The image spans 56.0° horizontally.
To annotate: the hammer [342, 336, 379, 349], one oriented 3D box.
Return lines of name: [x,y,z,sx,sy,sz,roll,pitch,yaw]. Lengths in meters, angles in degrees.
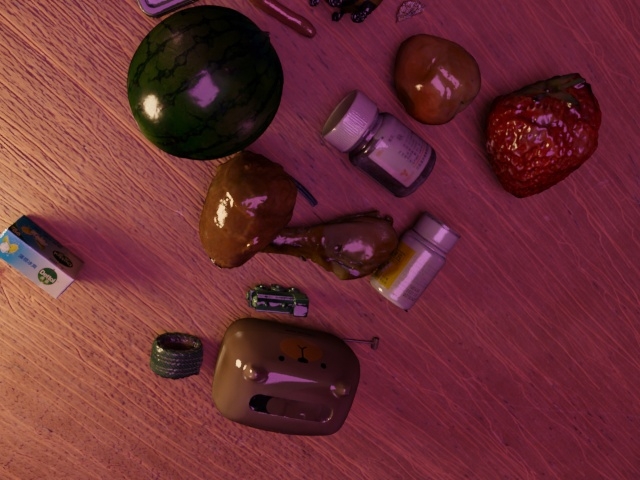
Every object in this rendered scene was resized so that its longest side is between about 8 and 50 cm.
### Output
hammer: [0.119,0.301,1.784,0.110,0.019,0.035,7,104,-11]

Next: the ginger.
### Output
ginger: [-0.182,-0.082,1.453,0.269,0.200,0.223,-42,145,-22]

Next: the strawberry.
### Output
strawberry: [0.583,-0.260,1.577,0.292,0.292,0.309,-16,102,-6]

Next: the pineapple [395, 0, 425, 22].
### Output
pineapple: [0.228,-0.594,1.542,0.083,0.019,0.045,-20,112,-2]

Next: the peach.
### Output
peach: [0.288,-0.418,1.522,0.214,0.214,0.235,-36,92,1]

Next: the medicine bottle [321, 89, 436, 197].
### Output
medicine bottle: [0.151,-0.247,1.552,0.273,0.165,0.165,36,97,-19]

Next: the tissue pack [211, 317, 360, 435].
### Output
tissue pack: [-0.092,0.378,1.632,0.387,0.277,0.267,15,105,-14]

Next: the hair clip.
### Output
hair clip: [-0.118,-0.168,1.586,0.275,0.048,0.083,26,96,-18]

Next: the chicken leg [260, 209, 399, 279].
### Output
chicken leg: [0.000,0.000,1.620,0.429,0.153,0.201,6,92,-5]

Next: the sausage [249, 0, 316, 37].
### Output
sausage: [-0.092,-0.557,1.477,0.186,0.043,0.043,28,99,-16]

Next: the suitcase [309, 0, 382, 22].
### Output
suitcase: [0.095,-0.634,1.415,0.143,0.194,0.234,26,100,-25]

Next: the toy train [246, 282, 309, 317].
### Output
toy train: [-0.117,0.165,1.650,0.171,0.111,0.071,6,100,-13]

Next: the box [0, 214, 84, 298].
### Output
box: [-0.694,0.038,1.484,0.073,0.139,0.194,-45,109,4]

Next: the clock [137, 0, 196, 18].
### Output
clock: [-0.338,-0.692,1.387,0.273,0.049,0.278,-24,109,-4]

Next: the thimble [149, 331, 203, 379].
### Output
thimble: [-0.392,0.312,1.636,0.135,0.118,0.090,5,110,-29]

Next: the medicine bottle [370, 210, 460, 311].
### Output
medicine bottle: [0.265,0.056,1.675,0.143,0.143,0.258,35,97,-18]

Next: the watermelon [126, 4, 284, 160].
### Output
watermelon: [-0.254,-0.350,1.353,0.363,0.363,0.363,-3,107,-10]
